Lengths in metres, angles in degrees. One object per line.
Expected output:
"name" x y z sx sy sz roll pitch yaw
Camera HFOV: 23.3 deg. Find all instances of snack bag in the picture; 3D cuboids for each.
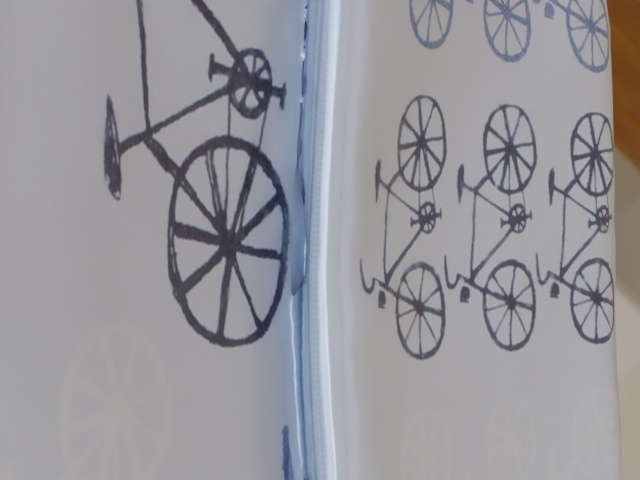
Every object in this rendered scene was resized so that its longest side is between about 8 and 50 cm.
"snack bag" 0.000 0.000 0.481 0.037 0.323 0.342 0 -1 40
